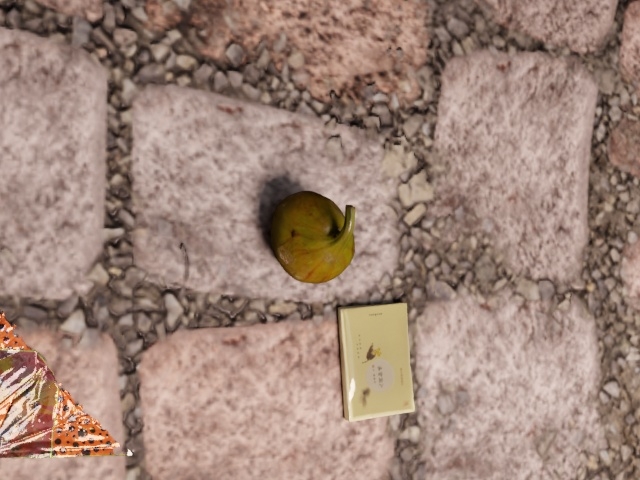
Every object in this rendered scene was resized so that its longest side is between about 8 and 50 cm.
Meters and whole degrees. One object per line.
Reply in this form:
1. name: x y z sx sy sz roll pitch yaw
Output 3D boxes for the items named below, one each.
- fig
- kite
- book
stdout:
1. fig: 0.000 0.000 1.057 0.082 0.098 0.084 14 91 -30
2. kite: -0.269 0.138 0.947 0.125 0.008 0.222 -43 107 -24
3. book: 0.055 0.118 1.127 0.077 0.014 0.110 -3 88 -29
